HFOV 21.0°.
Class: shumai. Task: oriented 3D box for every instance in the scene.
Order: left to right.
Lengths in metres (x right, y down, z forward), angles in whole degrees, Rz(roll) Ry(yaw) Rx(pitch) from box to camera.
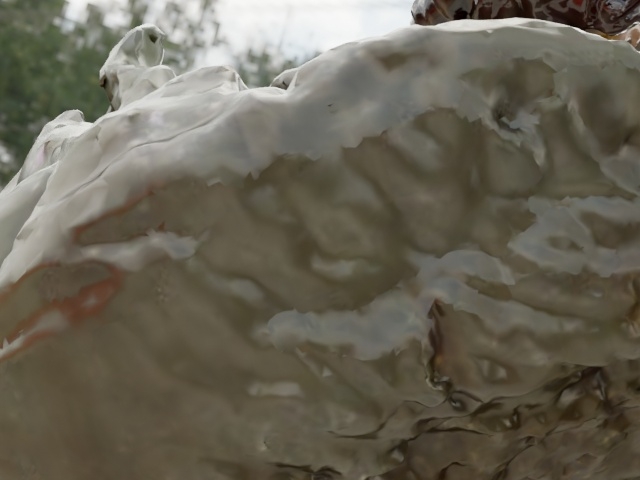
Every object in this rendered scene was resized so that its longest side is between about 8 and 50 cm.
[{"bbox_3d":[-0.003,-0.001,0.457,0.218,0.185,0.184,-29,-38,5],"label":"shumai"}]

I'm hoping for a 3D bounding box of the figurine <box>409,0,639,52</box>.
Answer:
[{"bbox_3d":[0.101,-0.090,0.867,0.174,0.240,0.116,-17,-64,40],"label":"figurine"}]
